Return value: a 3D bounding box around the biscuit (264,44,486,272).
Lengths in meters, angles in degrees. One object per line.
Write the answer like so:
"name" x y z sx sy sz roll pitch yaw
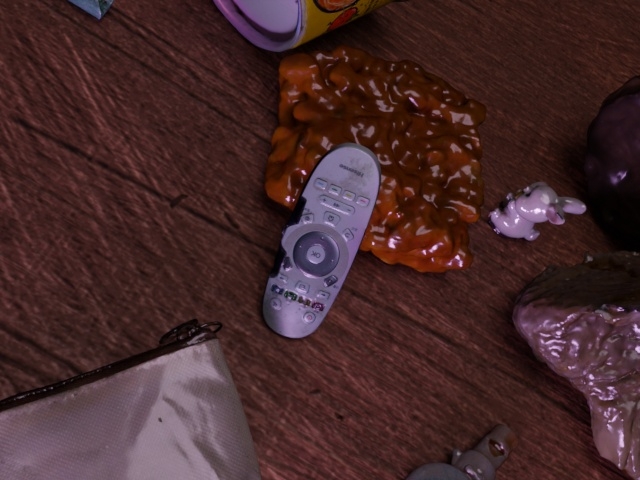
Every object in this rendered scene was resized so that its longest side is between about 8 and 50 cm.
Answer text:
"biscuit" 0.080 -0.124 1.036 0.318 0.110 0.312 14 63 -16

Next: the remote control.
"remote control" 0.000 0.001 0.912 0.097 0.045 0.256 25 96 -1

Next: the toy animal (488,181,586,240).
"toy animal" 0.313 -0.046 1.087 0.071 0.124 0.085 -24 78 -34

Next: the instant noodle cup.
"instant noodle cup" -0.017 -0.437 1.040 0.254 0.325 0.325 -39 85 -23

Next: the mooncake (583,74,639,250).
"mooncake" 0.559 -0.115 1.111 0.187 0.324 0.324 -20 75 -23

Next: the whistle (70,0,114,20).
"whistle" -0.374 -0.366 1.005 0.186 0.039 0.039 31 58 -8

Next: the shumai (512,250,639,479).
"shumai" 0.451 0.174 1.031 0.346 0.217 0.283 -7 108 3

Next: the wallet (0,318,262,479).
"wallet" -0.214 0.245 0.771 0.335 0.068 0.275 -19 71 -22

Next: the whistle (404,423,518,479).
"whistle" 0.171 0.304 0.906 0.107 0.057 0.220 43 52 17
